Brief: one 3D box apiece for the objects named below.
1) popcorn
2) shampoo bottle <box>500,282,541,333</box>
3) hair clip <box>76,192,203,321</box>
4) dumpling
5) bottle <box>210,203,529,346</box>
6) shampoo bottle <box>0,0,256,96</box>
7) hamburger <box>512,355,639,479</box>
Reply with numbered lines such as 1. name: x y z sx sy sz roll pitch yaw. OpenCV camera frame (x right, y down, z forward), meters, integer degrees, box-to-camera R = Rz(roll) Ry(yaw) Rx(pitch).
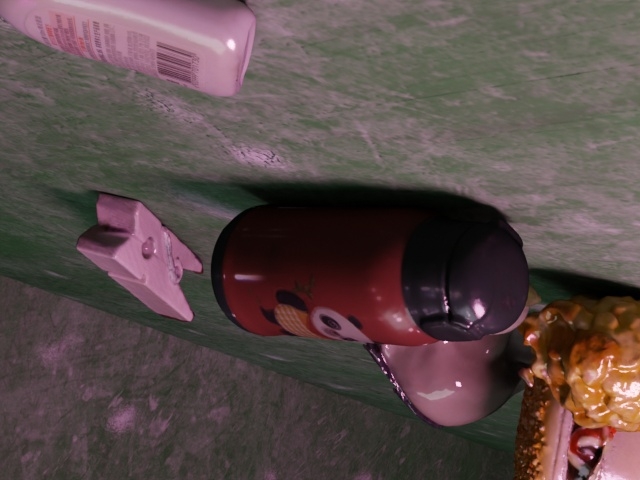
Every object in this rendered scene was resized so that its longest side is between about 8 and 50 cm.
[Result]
1. popcorn: 0.300 0.122 1.110 0.180 0.170 0.180 60 174 11
2. shampoo bottle: 0.146 0.059 1.149 0.118 0.087 0.234 19 167 -23
3. hair clip: -0.246 0.028 1.481 0.085 0.101 0.331 17 167 16
4. dumpling: 0.193 0.172 1.432 0.205 0.163 0.293 10 156 41
5. bottle: 0.047 0.030 1.039 0.336 0.144 0.144 -1 160 45
6. shampoo bottle: -0.153 -0.151 0.680 0.221 0.051 0.108 17 168 -3
7. hamburger: 0.330 0.253 1.330 0.170 0.302 0.302 12 167 9
